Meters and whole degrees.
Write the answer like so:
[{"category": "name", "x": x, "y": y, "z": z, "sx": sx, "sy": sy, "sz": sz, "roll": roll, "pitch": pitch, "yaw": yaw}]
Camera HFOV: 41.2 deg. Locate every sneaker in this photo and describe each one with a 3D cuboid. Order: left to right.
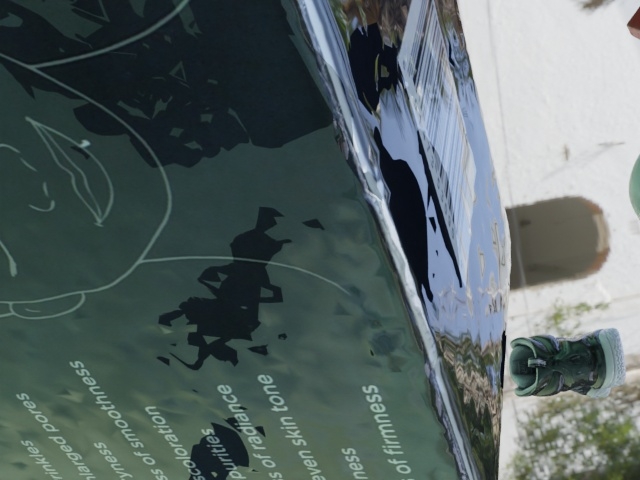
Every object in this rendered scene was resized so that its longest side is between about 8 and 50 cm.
[{"category": "sneaker", "x": 0.360, "y": 0.187, "z": 1.286, "sx": 0.268, "sy": 0.153, "sz": 0.101, "roll": 61, "pitch": 25, "yaw": -74}]

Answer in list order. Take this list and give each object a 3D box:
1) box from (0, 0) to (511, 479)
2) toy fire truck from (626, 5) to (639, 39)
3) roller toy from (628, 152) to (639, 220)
[{"category": "box", "x": -0.148, "y": -0.053, "z": 0.569, "sx": 0.297, "sy": 0.471, "sz": 0.480, "roll": -74, "pitch": 151, "yaw": -45}, {"category": "toy fire truck", "x": 0.411, "y": -0.228, "z": 0.895, "sx": 0.192, "sy": 0.047, "sz": 0.135, "roll": 38, "pitch": 3, "yaw": 33}, {"category": "roller toy", "x": 0.414, "y": -0.041, "z": 0.825, "sx": 0.146, "sy": 0.191, "sz": 0.209, "roll": 49, "pitch": 32, "yaw": -26}]
